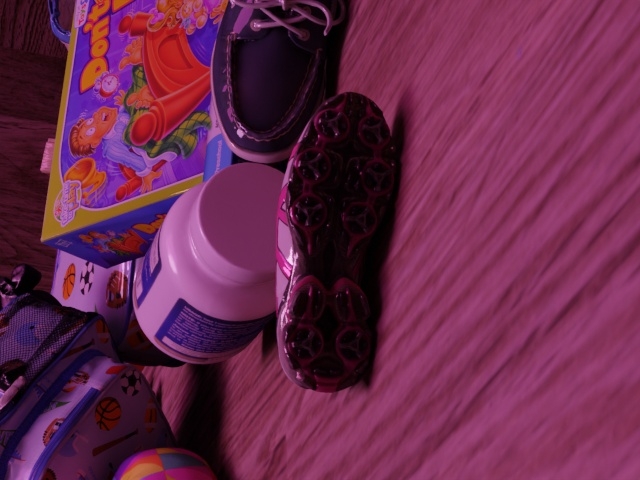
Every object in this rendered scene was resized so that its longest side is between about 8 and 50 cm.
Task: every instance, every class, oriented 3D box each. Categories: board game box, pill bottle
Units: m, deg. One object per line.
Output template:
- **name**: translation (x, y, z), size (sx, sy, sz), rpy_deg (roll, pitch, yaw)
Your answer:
- **board game box**: translation (-0.121, -0.169, 1.159), size (0.233, 0.078, 0.347), rpy_deg (-16, 60, 38)
- **pill bottle**: translation (-0.073, 0.017, 1.001), size (0.187, 0.112, 0.112), rpy_deg (131, 146, -62)

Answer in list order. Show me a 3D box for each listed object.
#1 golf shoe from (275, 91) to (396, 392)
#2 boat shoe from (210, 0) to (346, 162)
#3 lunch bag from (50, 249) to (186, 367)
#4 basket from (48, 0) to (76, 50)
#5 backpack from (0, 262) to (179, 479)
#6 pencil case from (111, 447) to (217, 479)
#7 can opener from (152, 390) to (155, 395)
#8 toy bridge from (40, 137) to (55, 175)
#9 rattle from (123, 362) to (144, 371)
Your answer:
- **golf shoe**: translation (0.000, 0.000, 0.829), size (0.086, 0.067, 0.186), rpy_deg (174, 105, -76)
- **boat shoe**: translation (-0.027, -0.183, 1.011), size (0.079, 0.095, 0.254), rpy_deg (106, 177, -67)
- **lunch bag**: translation (-0.193, -0.025, 1.383), size (0.243, 0.115, 0.303), rpy_deg (1, 79, 59)
- **basket**: translation (-0.256, -0.346, 1.742), size (0.289, 0.201, 0.255), rpy_deg (105, 169, -58)
- **backpack**: translation (-0.268, 0.213, 1.218), size (0.213, 0.263, 0.276), rpy_deg (18, 141, 41)
- **pencil case**: translation (-0.116, 0.240, 1.044), size (0.236, 0.104, 0.104), rpy_deg (-153, 73, -74)
- **can opener**: translation (-0.200, 0.227, 1.474), size (0.186, 0.073, 0.059), rpy_deg (-98, -16, -57)
- **toy bridge**: translation (-0.176, -0.083, 1.252), size (0.026, 0.188, 0.063), rpy_deg (26, -108, -64)
- **rattle**: translation (-0.228, 0.203, 1.547), size (0.200, 0.130, 0.143), rpy_deg (-57, 19, -20)
